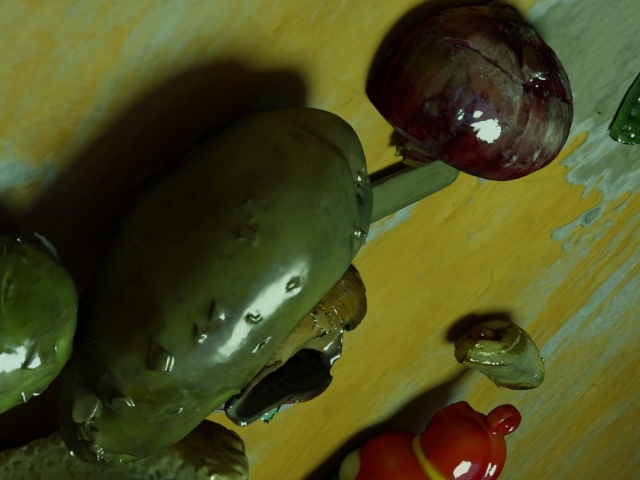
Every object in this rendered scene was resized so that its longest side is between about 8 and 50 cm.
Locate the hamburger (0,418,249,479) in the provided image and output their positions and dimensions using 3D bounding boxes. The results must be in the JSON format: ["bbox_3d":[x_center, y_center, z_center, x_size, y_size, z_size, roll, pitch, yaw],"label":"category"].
[{"bbox_3d":[-0.168,0.234,1.170,0.330,0.162,0.209,-21,170,22],"label":"hamburger"}]

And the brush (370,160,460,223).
[{"bbox_3d":[0.000,0.000,1.157,0.282,0.048,0.054,-26,154,-22],"label":"brush"}]

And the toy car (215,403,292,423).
[{"bbox_3d":[-0.071,0.114,1.240,0.142,0.055,0.069,10,120,-42],"label":"toy car"}]

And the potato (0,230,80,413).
[{"bbox_3d":[-0.264,0.068,0.884,0.251,0.113,0.149,-17,147,-25],"label":"potato"}]

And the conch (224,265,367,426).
[{"bbox_3d":[-0.024,0.080,1.179,0.086,0.080,0.233,59,47,-26],"label":"conch"}]

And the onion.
[{"bbox_3d":[0.125,-0.093,1.096,0.206,0.098,0.151,-1,135,-49],"label":"onion"}]

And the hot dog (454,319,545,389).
[{"bbox_3d":[0.193,0.116,1.537,0.078,0.061,0.169,-1,164,26],"label":"hot dog"}]

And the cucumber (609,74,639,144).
[{"bbox_3d":[0.312,-0.133,1.321,0.067,0.035,0.107,-19,146,-28],"label":"cucumber"}]

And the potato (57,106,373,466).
[{"bbox_3d":[-0.082,0.031,0.988,0.296,0.141,0.191,-52,-174,7],"label":"potato"}]

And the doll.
[{"bbox_3d":[0.083,0.301,1.593,0.363,0.160,0.182,-46,144,16],"label":"doll"}]
